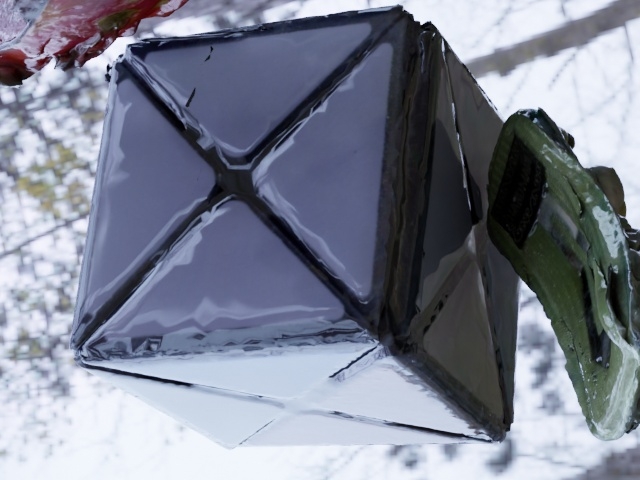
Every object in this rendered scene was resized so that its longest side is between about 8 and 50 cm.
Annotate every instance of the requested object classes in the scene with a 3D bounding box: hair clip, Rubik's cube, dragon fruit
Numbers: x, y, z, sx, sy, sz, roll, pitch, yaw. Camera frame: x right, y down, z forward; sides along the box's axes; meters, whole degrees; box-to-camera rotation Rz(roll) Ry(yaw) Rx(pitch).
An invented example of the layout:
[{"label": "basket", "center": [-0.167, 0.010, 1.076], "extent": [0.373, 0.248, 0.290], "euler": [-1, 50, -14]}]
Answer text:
[{"label": "hair clip", "center": [0.213, 0.020, 1.224], "extent": [0.091, 0.321, 0.138], "euler": [-1, -55, -12]}, {"label": "Rubik's cube", "center": [0.000, 0.000, 1.396], "extent": [0.307, 0.305, 0.310], "euler": [39, -129, -57]}, {"label": "dragon fruit", "center": [-0.135, -0.189, 1.068], "extent": [0.126, 0.274, 0.161], "euler": [23, -144, -25]}]
